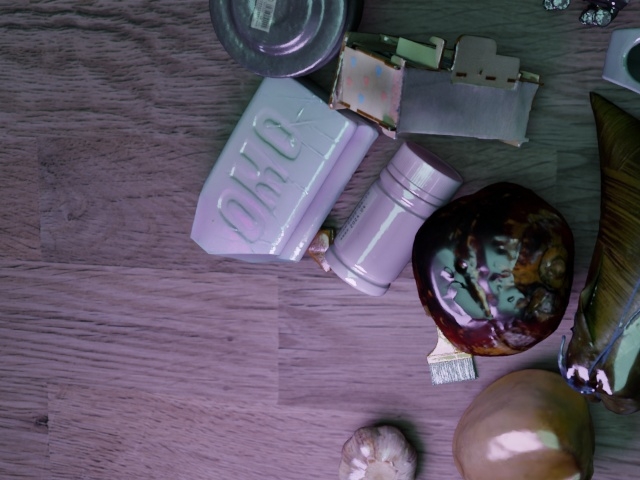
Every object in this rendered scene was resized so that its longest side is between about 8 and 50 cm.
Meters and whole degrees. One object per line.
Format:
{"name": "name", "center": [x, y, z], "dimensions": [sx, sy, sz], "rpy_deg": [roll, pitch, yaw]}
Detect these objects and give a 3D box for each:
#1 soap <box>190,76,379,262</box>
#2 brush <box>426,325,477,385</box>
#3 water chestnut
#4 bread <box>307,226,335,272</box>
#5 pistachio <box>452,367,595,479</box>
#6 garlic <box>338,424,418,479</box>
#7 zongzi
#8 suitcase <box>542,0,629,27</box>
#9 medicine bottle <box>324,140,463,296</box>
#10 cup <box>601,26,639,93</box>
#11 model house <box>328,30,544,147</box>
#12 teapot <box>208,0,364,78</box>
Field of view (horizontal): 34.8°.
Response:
{"name": "soap", "center": [-0.078, -0.108, 1.792], "dimensions": [0.208, 0.115, 0.347], "rpy_deg": [41, 109, 26]}
{"name": "brush", "center": [0.219, 0.155, 1.821], "dimensions": [0.083, 0.011, 0.205], "rpy_deg": [-10, 95, 19]}
{"name": "water chestnut", "center": [0.280, 0.048, 1.668], "dimensions": [0.289, 0.244, 0.289], "rpy_deg": [1, 96, 13]}
{"name": "bread", "center": [0.000, 0.000, 1.845], "dimensions": [0.109, 0.043, 0.062], "rpy_deg": [45, 110, 7]}
{"name": "pistachio", "center": [0.339, 0.331, 1.742], "dimensions": [0.261, 0.163, 0.212], "rpy_deg": [-15, 73, 31]}
{"name": "garlic", "center": [0.103, 0.404, 1.850], "dimensions": [0.147, 0.102, 0.159], "rpy_deg": [-13, 107, 5]}
{"name": "zongzi", "center": [0.452, 0.011, 1.586], "dimensions": [0.403, 0.208, 0.432], "rpy_deg": [-45, 60, 1]}
{"name": "suitcase", "center": [0.449, -0.485, 1.552], "dimensions": [0.128, 0.202, 0.312], "rpy_deg": [22, 104, 2]}
{"name": "medicine bottle", "center": [0.125, -0.037, 1.755], "dimensions": [0.133, 0.133, 0.249], "rpy_deg": [37, 108, 8]}
{"name": "cup", "center": [0.631, -0.240, 1.432], "dimensions": [0.401, 0.392, 0.310], "rpy_deg": [42, 107, 6]}
{"name": "model house", "center": [0.165, -0.263, 1.653], "dimensions": [0.244, 0.326, 0.169], "rpy_deg": [27, 112, 49]}
{"name": "teapot", "center": [-0.064, -0.422, 1.699], "dimensions": [0.321, 0.239, 0.239], "rpy_deg": [40, 113, 8]}
